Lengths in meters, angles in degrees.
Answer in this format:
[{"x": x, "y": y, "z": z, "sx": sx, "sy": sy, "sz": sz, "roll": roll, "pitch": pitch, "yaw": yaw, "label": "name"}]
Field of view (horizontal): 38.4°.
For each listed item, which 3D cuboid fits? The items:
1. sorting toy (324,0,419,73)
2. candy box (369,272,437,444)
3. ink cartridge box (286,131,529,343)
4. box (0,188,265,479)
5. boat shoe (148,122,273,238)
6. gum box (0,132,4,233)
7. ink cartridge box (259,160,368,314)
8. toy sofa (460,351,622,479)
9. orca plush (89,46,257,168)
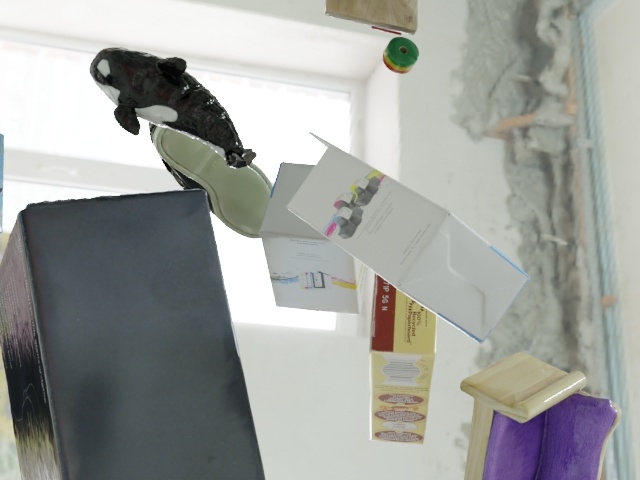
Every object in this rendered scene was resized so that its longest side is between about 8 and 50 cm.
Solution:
[{"x": 0.068, "y": -0.356, "z": 1.295, "sx": 0.046, "sy": 0.132, "sz": 0.274, "roll": 125, "pitch": -29, "yaw": -60, "label": "sorting toy"}, {"x": 0.114, "y": 0.143, "z": 1.280, "sx": 0.316, "sy": 0.087, "sz": 0.183, "roll": 86, "pitch": 9, "yaw": -58, "label": "candy box"}, {"x": 0.050, "y": -0.007, "z": 0.669, "sx": 0.061, "sy": 0.104, "sz": 0.181, "roll": -55, "pitch": -141, "yaw": 2, "label": "ink cartridge box"}, {"x": -0.339, "y": 0.221, "z": 1.499, "sx": 0.472, "sy": 0.297, "sz": 0.480, "roll": 144, "pitch": -65, "yaw": -63, "label": "box"}, {"x": -0.206, "y": -0.128, "z": 1.733, "sx": 0.127, "sy": 0.340, "sz": 0.113, "roll": -52, "pitch": -139, "yaw": 0, "label": "boat shoe"}, {"x": -0.521, "y": -0.055, "z": 1.292, "sx": 0.184, "sy": 0.041, "sz": 0.157, "roll": -22, "pitch": -118, "yaw": 27, "label": "gum box"}, {"x": 0.000, "y": 0.000, "z": 1.692, "sx": 0.233, "sy": 0.168, "sz": 0.171, "roll": 82, "pitch": 16, "yaw": -52, "label": "ink cartridge box"}, {"x": 0.294, "y": 0.363, "z": 1.328, "sx": 0.177, "sy": 0.150, "sz": 0.362, "roll": 25, "pitch": -60, "yaw": 43, "label": "toy sofa"}, {"x": -0.216, "y": -0.212, "z": 1.339, "sx": 0.287, "sy": 0.151, "sz": 0.102, "roll": 45, "pitch": -37, "yaw": 18, "label": "orca plush"}]
